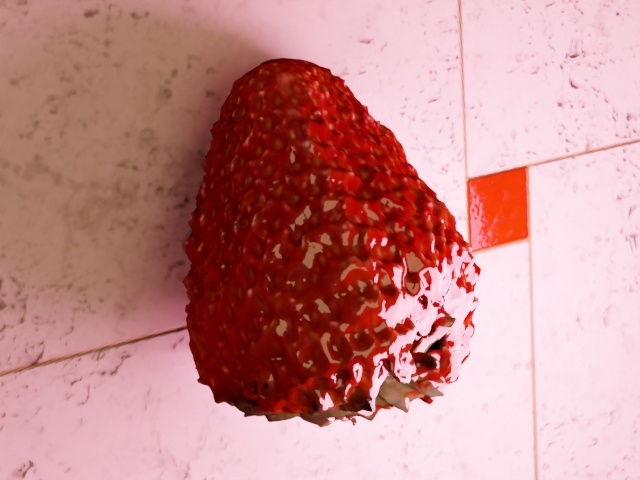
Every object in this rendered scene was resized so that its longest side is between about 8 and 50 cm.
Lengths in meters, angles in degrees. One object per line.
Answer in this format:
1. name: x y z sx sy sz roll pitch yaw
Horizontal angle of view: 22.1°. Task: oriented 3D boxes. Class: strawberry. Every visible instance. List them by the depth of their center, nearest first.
1. strawberry: 0.000 0.000 1.532 0.312 0.267 0.351 1 71 -59
